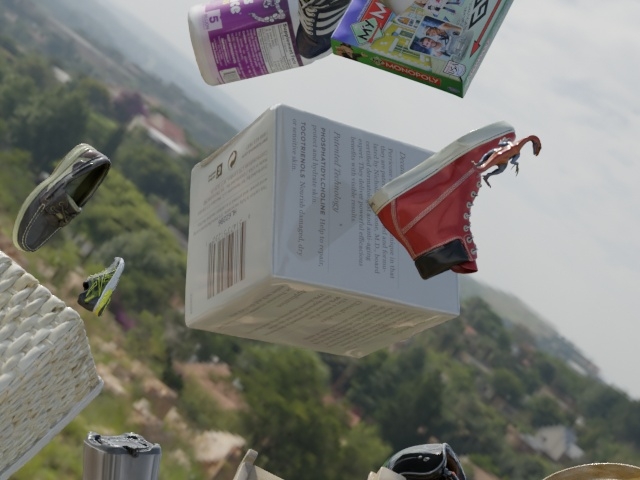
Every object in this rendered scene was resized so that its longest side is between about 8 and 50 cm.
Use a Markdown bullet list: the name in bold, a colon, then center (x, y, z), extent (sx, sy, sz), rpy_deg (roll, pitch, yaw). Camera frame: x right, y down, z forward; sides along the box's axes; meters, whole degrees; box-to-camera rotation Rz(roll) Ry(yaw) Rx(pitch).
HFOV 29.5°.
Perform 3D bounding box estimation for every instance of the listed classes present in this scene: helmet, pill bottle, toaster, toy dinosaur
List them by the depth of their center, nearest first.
- **toy dinosaur**: center (0.227, -0.099, 1.455), extent (0.047, 0.082, 0.090), rpy_deg (55, 12, 0)
- **helmet**: center (0.173, 0.446, 2.160), extent (0.169, 0.162, 0.169), rpy_deg (59, 13, -23)
- **toaster**: center (-0.392, 0.464, 2.403), extent (0.129, 0.146, 0.227), rpy_deg (5, -2, -29)
- **pill bottle**: center (-0.099, -0.418, 2.417), extent (0.169, 0.302, 0.169), rpy_deg (-13, 90, -86)

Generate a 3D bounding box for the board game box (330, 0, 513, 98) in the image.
- **board game box**: center (0.180, -0.378, 1.822), extent (0.214, 0.317, 0.046), rpy_deg (21, -22, 17)

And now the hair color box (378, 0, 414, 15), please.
- **hair color box**: center (0.054, -0.460, 1.360), extent (0.374, 0.185, 0.113), rpy_deg (54, -3, -38)

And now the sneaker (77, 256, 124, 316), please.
- **sneaker**: center (-0.244, 0.046, 1.357), extent (0.035, 0.031, 0.083), rpy_deg (24, 44, -6)

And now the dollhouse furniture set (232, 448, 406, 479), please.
- **dollhouse furniture set**: center (-0.100, 0.372, 1.376), extent (0.303, 0.173, 0.355), rpy_deg (28, 37, -2)

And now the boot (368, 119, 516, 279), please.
- **boot**: center (0.217, -0.053, 1.779), extent (0.176, 0.244, 0.088), rpy_deg (54, -9, 9)

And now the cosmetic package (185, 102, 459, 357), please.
- **cosmetic package**: center (0.000, 0.000, 2.228), extent (0.394, 0.327, 0.329), rpy_deg (14, -26, -31)

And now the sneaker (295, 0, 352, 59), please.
- **sneaker**: center (-0.013, -0.400, 2.060), extent (0.153, 0.282, 0.099), rpy_deg (-18, 70, -37)

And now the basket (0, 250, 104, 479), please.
- **basket**: center (-0.602, 0.208, 2.062), extent (0.328, 0.331, 0.266), rpy_deg (37, -27, 18)

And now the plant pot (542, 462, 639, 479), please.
- **plant pot**: center (0.495, 0.468, 2.192), extent (0.236, 0.236, 0.032), rpy_deg (-133, -151, -74)

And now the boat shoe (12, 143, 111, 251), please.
- **boat shoe**: center (-0.451, -0.070, 2.134), extent (0.073, 0.223, 0.080), rpy_deg (23, -20, 35)
